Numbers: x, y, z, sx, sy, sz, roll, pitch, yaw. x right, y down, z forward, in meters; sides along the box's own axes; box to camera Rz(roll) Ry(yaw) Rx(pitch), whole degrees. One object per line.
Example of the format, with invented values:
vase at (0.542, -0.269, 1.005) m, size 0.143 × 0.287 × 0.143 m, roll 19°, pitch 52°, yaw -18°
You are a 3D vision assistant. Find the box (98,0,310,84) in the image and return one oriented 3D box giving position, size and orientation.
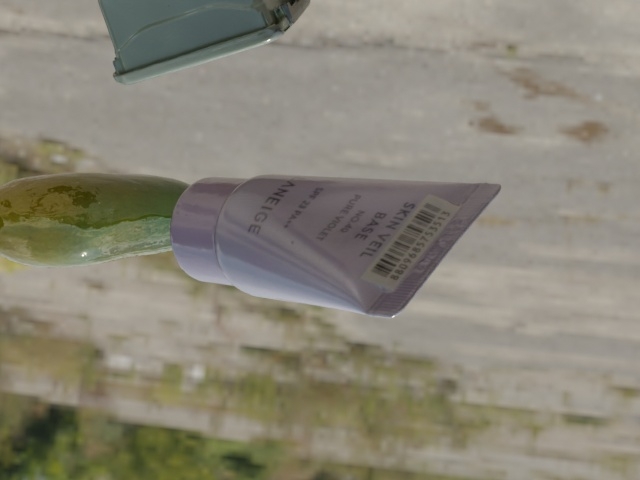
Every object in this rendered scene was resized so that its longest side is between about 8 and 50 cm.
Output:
box at (-0.107, -0.211, 1.487) m, size 0.172 × 0.093 × 0.124 m, roll -15°, pitch -160°, yaw 21°

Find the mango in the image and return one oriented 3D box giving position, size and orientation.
mango at (-0.217, -0.022, 1.655) m, size 0.237 × 0.091 × 0.137 m, roll -2°, pitch -173°, yaw -45°

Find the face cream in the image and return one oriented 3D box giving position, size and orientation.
face cream at (0.000, 0.000, 1.349) m, size 0.274 × 0.154 × 0.096 m, roll 4°, pitch 130°, yaw 44°
